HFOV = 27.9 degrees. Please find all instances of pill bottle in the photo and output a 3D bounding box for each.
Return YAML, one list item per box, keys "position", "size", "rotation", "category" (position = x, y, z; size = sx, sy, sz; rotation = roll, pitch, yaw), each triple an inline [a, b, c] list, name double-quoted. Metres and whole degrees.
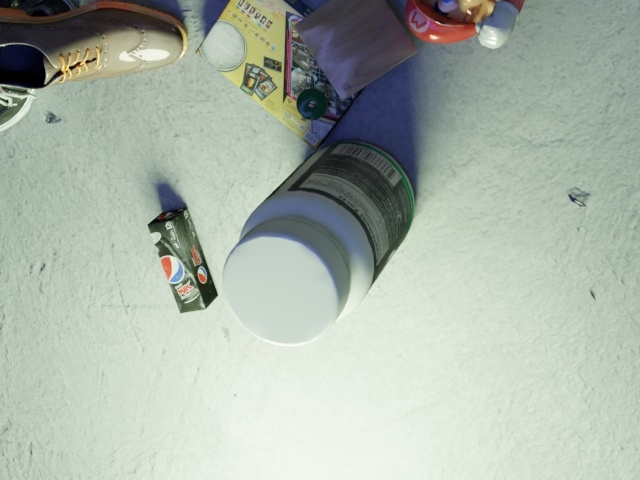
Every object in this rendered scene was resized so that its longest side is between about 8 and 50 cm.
- position: [0.000, 0.000, 1.893]
  size: [0.204, 0.361, 0.204]
  rotation: [8, 115, 17]
  category: "pill bottle"

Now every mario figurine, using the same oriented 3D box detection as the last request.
- position: [0.227, -0.392, 1.734]
  size: [0.170, 0.198, 0.320]
  rotation: [33, 120, -22]
  category: "mario figurine"

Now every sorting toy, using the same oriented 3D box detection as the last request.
- position: [0.059, -0.299, 1.892]
  size: [0.274, 0.046, 0.132]
  rotation: [-34, 90, 4]
  category: "sorting toy"

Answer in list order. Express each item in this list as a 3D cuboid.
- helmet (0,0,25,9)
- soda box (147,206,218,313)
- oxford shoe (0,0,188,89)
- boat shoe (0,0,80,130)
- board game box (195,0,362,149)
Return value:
- position: [-0.543, -0.424, 2.036]
  size: [0.161, 0.169, 0.169]
  rotation: [-17, 106, 8]
  category: "helmet"
- position: [-0.230, 0.034, 2.166]
  size: [0.053, 0.060, 0.169]
  rotation: [-11, 108, 25]
  category: "soda box"
- position: [-0.380, -0.281, 1.977]
  size: [0.363, 0.133, 0.130]
  rotation: [-5, 130, -11]
  category: "oxford shoe"
- position: [-0.504, -0.277, 2.107]
  size: [0.306, 0.105, 0.113]
  rotation: [-38, 95, 29]
  category: "boat shoe"
- position: [-0.051, -0.278, 1.976]
  size: [0.243, 0.042, 0.165]
  rotation: [40, 120, 1]
  category: "board game box"
